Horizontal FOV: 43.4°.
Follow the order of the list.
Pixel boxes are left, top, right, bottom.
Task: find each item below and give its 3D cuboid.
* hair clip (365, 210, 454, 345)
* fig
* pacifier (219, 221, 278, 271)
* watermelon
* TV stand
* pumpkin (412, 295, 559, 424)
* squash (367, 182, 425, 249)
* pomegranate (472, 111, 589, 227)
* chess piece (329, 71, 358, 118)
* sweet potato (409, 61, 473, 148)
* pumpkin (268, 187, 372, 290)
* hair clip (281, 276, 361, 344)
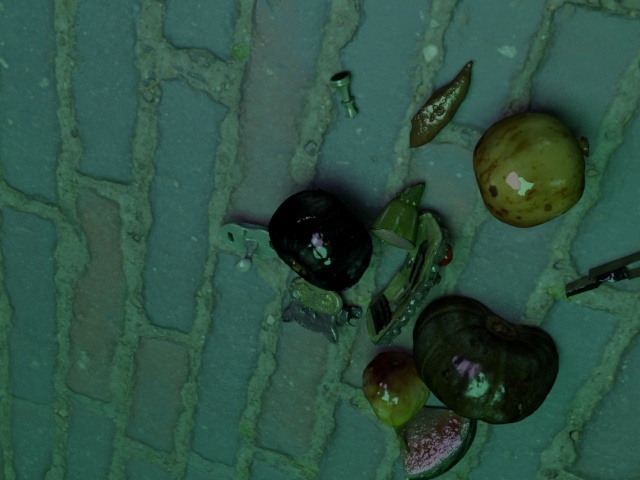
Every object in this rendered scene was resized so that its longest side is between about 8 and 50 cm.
[{"bbox_3d":[0.201,0.090,1.707,0.091,0.138,0.321,9,128,-23],"label":"hair clip"},{"bbox_3d":[0.182,0.385,1.863,0.159,0.159,0.257,-2,114,20],"label":"fig"},{"bbox_3d":[-0.160,0.023,1.785,0.150,0.117,0.127,14,150,6],"label":"pacifier"},{"bbox_3d":[0.276,0.474,1.919,0.202,0.136,0.207,28,111,-7],"label":"watermelon"},{"bbox_3d":[0.603,0.059,1.593,0.249,0.036,0.042,-24,112,30],"label":"TV stand"},{"bbox_3d":[0.334,0.288,1.717,0.325,0.232,0.242,22,128,9],"label":"pumpkin"},{"bbox_3d":[0.166,-0.060,1.636,0.105,0.132,0.105,21,169,4],"label":"squash"},{"bbox_3d":[0.386,-0.126,1.453,0.215,0.215,0.215,9,123,13],"label":"pomegranate"},{"bbox_3d":[0.050,-0.279,1.569,0.042,0.042,0.093,-7,125,22],"label":"chess piece"},{"bbox_3d":[0.226,-0.250,1.516,0.068,0.060,0.206,20,121,-34],"label":"sweet potato"},{"bbox_3d":[0.000,0.000,1.648,0.163,0.233,0.233,-43,105,-11],"label":"pumpkin"},{"bbox_3d":[0.001,0.153,1.847,0.187,0.056,0.146,16,118,12],"label":"hair clip"}]
